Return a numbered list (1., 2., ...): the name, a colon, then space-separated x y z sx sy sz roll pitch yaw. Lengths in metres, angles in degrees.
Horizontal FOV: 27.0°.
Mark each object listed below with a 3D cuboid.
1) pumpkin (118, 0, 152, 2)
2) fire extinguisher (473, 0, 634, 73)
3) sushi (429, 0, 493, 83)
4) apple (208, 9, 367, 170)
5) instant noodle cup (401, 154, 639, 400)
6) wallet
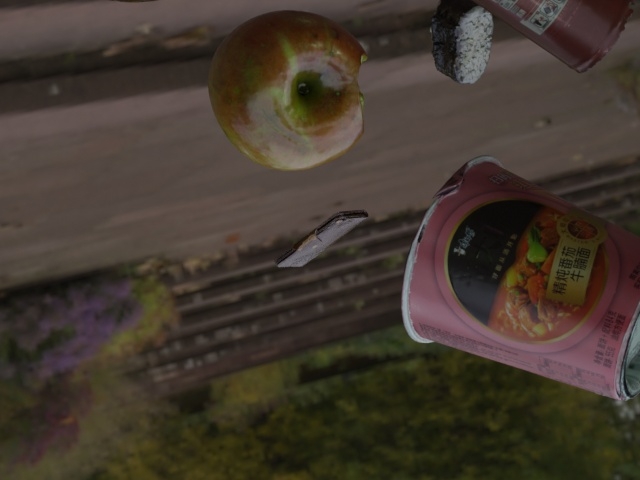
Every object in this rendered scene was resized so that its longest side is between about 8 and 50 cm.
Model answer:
1. pumpkin: -0.198 -0.304 1.456 0.169 0.148 0.312 -49 173 28
2. fire extinguisher: 0.192 -0.318 1.463 0.337 0.106 0.147 31 172 -14
3. sushi: 0.225 -0.324 2.123 0.090 0.150 0.078 -33 -132 -24
4. apple: -0.048 -0.229 2.015 0.246 0.246 0.226 -14 -167 -18
5. instant noodle cup: 0.252 0.051 1.456 0.255 0.244 0.244 22 -161 30
6. wallet: 0.000 0.000 2.384 0.176 0.026 0.095 -36 161 32
